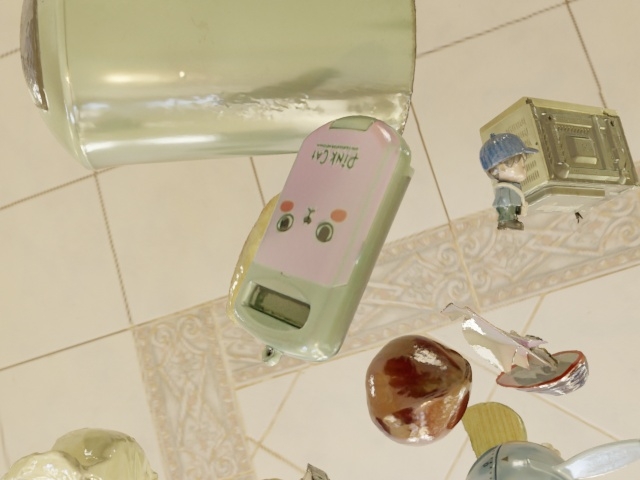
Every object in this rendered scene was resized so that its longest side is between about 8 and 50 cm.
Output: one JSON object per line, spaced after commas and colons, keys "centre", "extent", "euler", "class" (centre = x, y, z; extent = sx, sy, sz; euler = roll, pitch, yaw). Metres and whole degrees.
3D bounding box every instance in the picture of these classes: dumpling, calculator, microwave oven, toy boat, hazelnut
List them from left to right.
{"centre": [-0.257, 0.248, 0.791], "extent": [0.134, 0.169, 0.100], "euler": [-7, 89, 16], "class": "dumpling"}
{"centre": [0.000, 0.000, 0.690], "extent": [0.141, 0.045, 0.246], "euler": [17, 82, 51], "class": "calculator"}
{"centre": [0.187, 0.265, 1.347], "extent": [0.208, 0.208, 0.208], "euler": [-2, 82, 12], "class": "hazelnut"}
{"centre": [0.375, 0.233, 1.516], "extent": [0.318, 0.219, 0.072], "euler": [19, 56, 2], "class": "toy boat"}
{"centre": [0.440, -0.146, 1.378], "extent": [0.240, 0.145, 0.194], "euler": [1, 67, -31], "class": "microwave oven"}

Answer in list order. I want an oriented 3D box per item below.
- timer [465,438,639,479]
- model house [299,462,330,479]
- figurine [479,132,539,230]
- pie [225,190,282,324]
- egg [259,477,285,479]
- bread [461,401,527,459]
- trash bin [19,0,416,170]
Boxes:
{"centre": [0.308, 0.319, 0.984], "extent": [0.255, 0.175, 0.175], "euler": [-31, 77, 7], "class": "timer"}
{"centre": [0.027, 0.507, 1.165], "extent": [0.237, 0.237, 0.202], "euler": [35, 81, 1], "class": "model house"}
{"centre": [0.257, -0.082, 1.056], "extent": [0.079, 0.077, 0.136], "euler": [10, 93, 18], "class": "figurine"}
{"centre": [-0.051, 0.010, 1.266], "extent": [0.092, 0.315, 0.315], "euler": [33, 90, 12], "class": "pie"}
{"centre": [-0.115, 0.607, 1.603], "extent": [0.233, 0.195, 0.195], "euler": [-4, 81, 21], "class": "egg"}
{"centre": [0.343, 0.377, 1.442], "extent": [0.112, 0.036, 0.193], "euler": [-34, 32, 12], "class": "bread"}
{"centre": [-0.125, -0.225, 0.888], "extent": [0.431, 0.280, 0.281], "euler": [-2, 81, -7], "class": "trash bin"}
